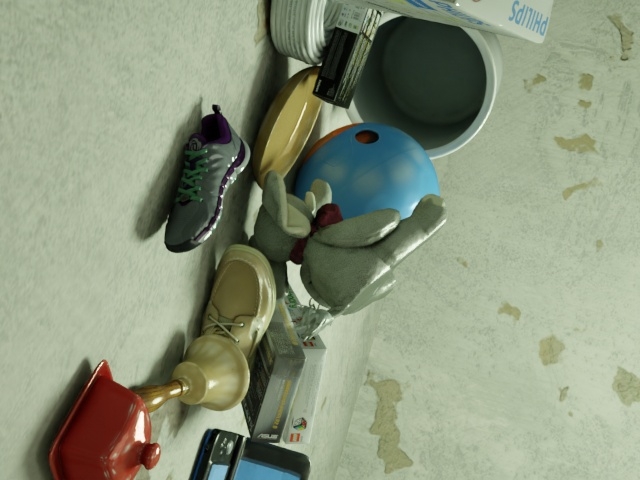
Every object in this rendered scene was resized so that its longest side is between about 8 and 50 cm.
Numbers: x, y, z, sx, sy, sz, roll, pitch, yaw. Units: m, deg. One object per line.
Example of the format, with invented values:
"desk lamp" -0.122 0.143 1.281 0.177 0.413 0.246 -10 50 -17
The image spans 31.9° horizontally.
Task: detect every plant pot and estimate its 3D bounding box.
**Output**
"plant pot" -0.059 -0.197 1.923 0.236 0.032 0.236 -58 167 -21

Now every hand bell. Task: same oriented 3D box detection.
"hand bell" -0.220 0.225 1.680 0.242 0.126 0.126 -15 120 -63

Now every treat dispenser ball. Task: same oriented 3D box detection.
"treat dispenser ball" 0.092 -0.089 2.212 0.288 0.288 0.288 15 90 -78

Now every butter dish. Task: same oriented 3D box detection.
"butter dish" -0.261 0.261 1.432 0.160 0.118 0.160 90 18 -50

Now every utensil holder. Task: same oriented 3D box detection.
"utensil holder" 0.242 -0.373 2.488 0.385 0.327 0.328 -49 152 -70

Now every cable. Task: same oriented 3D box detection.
"cable" -0.006 -0.420 1.838 0.257 0.089 0.257 -12 118 -76

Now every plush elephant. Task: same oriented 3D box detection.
"plush elephant" 0.000 0.000 1.933 0.330 0.255 0.272 -34 164 -37

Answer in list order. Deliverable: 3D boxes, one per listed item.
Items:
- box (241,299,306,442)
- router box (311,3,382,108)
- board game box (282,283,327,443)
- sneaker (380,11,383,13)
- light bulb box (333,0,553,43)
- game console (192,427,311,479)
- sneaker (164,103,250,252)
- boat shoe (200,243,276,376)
"box" -0.097 0.214 1.976 0.231 0.056 0.183 -116 -142 -57
"router box" 0.046 -0.317 1.886 0.133 0.046 0.179 1 110 -78
"board game box" -0.067 0.213 2.068 0.305 0.053 0.193 -124 -139 -61
"sneaker" 0.089 -0.473 2.233 0.106 0.078 0.234 48 60 -79
"light bulb box" 0.112 -0.430 1.520 0.358 0.361 0.225 -2 107 -61
"game console" -0.152 0.526 2.135 0.250 0.173 0.293 55 50 -75
"sneaker" -0.176 -0.087 1.556 0.098 0.083 0.224 62 37 -39
"boat shoe" -0.148 0.148 1.855 0.098 0.109 0.302 -59 165 -57
